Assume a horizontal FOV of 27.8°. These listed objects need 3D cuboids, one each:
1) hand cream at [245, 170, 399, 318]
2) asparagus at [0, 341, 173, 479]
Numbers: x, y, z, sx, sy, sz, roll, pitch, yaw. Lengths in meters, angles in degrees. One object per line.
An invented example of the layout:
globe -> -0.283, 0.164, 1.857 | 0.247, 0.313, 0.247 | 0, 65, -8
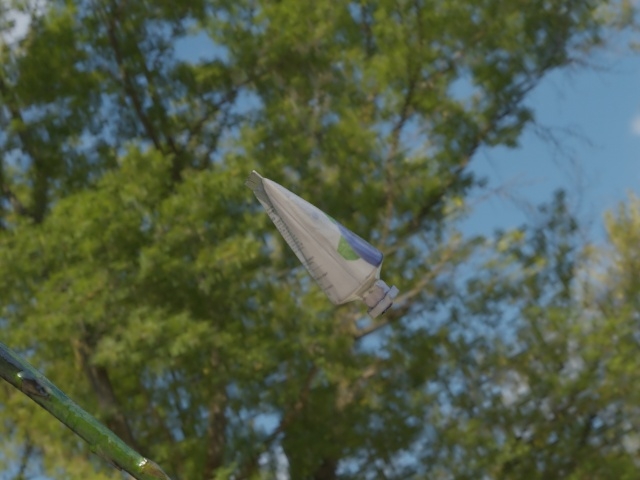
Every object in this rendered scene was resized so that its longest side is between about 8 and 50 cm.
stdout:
hand cream -> 0.000, 0.000, 0.960 | 0.053, 0.142, 0.084 | -45, 2, -9
asparagus -> -0.094, 0.121, 0.676 | 0.022, 0.233, 0.023 | -46, -9, -40
